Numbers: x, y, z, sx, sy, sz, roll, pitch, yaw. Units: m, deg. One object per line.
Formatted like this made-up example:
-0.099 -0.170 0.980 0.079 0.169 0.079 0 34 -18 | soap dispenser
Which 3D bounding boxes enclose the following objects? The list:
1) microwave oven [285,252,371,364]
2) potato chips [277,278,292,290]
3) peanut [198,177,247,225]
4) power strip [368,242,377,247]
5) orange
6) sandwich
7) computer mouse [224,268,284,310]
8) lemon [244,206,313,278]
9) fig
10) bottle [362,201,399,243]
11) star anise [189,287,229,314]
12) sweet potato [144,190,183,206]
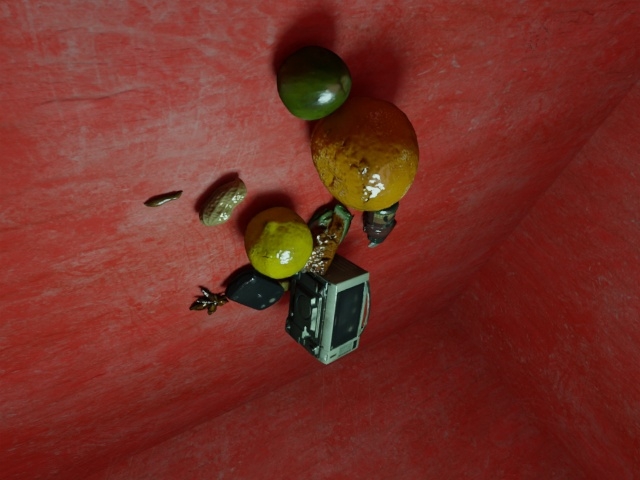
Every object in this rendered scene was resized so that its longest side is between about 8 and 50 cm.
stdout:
0.019 0.287 1.856 0.247 0.333 0.394 -11 117 -37 | microwave oven
-0.074 0.219 2.035 0.407 0.080 0.057 6 96 -46 | potato chips
-0.304 -0.114 1.298 0.194 0.093 0.083 -40 136 18 | peanut
0.277 0.007 2.106 0.083 0.035 0.055 -33 153 30 | power strip
0.141 -0.263 1.257 0.293 0.340 0.340 -35 153 -17 | orange
0.000 0.000 1.690 0.301 0.162 0.250 -58 169 -17 | sandwich
-0.279 0.203 1.789 0.170 0.100 0.269 -43 144 8 | computer mouse
-0.148 0.009 1.478 0.267 0.267 0.267 -24 150 -15 | lemon
-0.010 -0.401 1.070 0.181 0.191 0.181 -18 115 -43 | fig
0.263 -0.094 1.821 0.156 0.143 0.271 -2 144 -1 | bottle
-0.468 0.264 1.750 0.157 0.053 0.212 -41 151 15 | star anise
-0.454 -0.118 1.214 0.115 0.026 0.026 -20 149 -18 | sweet potato
